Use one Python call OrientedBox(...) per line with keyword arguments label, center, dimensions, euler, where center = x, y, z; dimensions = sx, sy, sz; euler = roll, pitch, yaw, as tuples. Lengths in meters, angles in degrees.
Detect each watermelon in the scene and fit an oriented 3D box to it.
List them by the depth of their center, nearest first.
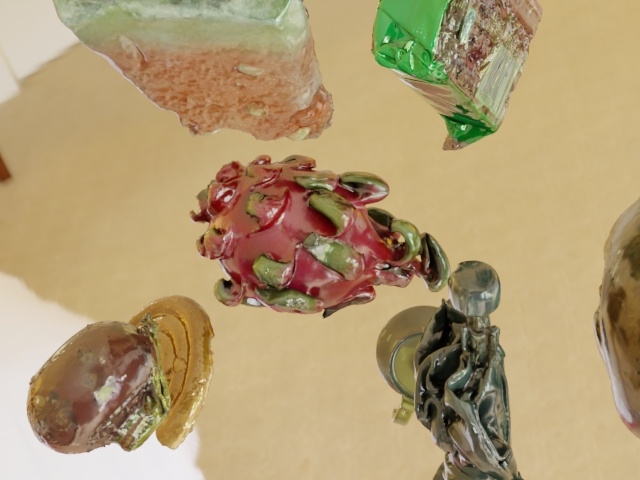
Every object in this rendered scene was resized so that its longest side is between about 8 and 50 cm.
OrientedBox(label="watermelon", center=(-0.075, -0.147, 0.987), dimensions=(0.140, 0.256, 0.193), euler=(-30, 62, 6))

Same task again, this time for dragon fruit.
OrientedBox(label="dragon fruit", center=(-0.006, -0.008, 1.626), dimensions=(0.273, 0.198, 0.218), euler=(-6, -21, -30))

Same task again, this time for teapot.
OrientedBox(label="teapot", center=(0.131, 0.169, 1.871), dimensions=(0.130, 0.165, 0.119), euler=(20, 11, 0))

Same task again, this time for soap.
OrientedBox(label="soap", center=(0.154, -0.223, 1.546), dimensions=(0.098, 0.273, 0.218), euler=(17, 87, 24))

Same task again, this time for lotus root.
OrientedBox(label="lotus root", center=(0.356, 0.098, 1.469), dimensions=(0.149, 0.267, 0.260), euler=(11, 27, 4))

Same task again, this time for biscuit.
OrientedBox(label="biscuit", center=(-0.186, 0.141, 1.732), dimensions=(0.144, 0.033, 0.224), euler=(-52, 39, 16))

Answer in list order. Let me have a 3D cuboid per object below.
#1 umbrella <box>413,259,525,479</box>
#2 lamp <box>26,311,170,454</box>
OrientedBox(label="umbrella", center=(0.137, 0.168, 1.331), dimensions=(0.094, 0.349, 0.143), euler=(-23, 41, -20))
OrientedBox(label="lamp", center=(-0.231, 0.163, 1.505), dimensions=(0.157, 0.135, 0.156), euler=(-42, 2, 31))
